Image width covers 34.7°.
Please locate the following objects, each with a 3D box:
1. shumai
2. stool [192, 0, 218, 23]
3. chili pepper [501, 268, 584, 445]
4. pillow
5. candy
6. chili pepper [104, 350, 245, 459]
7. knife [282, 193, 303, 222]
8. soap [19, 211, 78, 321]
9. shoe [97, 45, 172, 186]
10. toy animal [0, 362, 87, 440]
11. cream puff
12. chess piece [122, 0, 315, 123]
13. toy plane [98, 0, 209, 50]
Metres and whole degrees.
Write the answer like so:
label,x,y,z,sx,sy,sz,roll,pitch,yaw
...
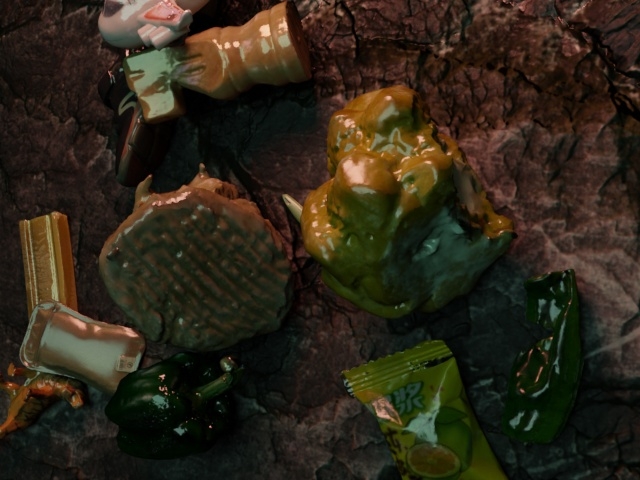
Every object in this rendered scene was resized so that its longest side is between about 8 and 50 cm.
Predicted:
label,x,y,z,sx,sy,sz,roll,pitch,yaw
shumai,-0.201,0.025,1.657,0.267,0.314,0.262,-57,21,9
stool,-0.216,-0.431,1.743,0.096,0.096,0.110,7,92,27
chili pepper,0.316,0.163,1.431,0.099,0.083,0.253,6,84,36
pillow,-0.416,0.188,1.787,0.217,0.033,0.130,17,87,9
candy,0.162,0.299,1.495,0.187,0.081,0.297,-25,85,22
chili pepper,-0.215,0.259,1.629,0.261,0.174,0.165,-17,82,30
knife,0.000,0.000,1.638,0.030,0.014,0.207,-47,68,13
soap,-0.493,0.078,1.861,0.092,0.037,0.252,-12,80,24
shoe,-0.325,-0.239,1.765,0.137,0.114,0.291,12,88,22
toy animal,-0.542,0.307,1.842,0.255,0.116,0.114,-41,46,23
cream puff,0.095,-0.049,1.458,0.274,0.323,0.270,-40,46,6
chess piece,-0.170,-0.285,1.652,0.301,0.137,0.137,-13,79,11
toy plane,-0.247,-0.399,1.628,0.252,0.118,0.252,-17,49,21
